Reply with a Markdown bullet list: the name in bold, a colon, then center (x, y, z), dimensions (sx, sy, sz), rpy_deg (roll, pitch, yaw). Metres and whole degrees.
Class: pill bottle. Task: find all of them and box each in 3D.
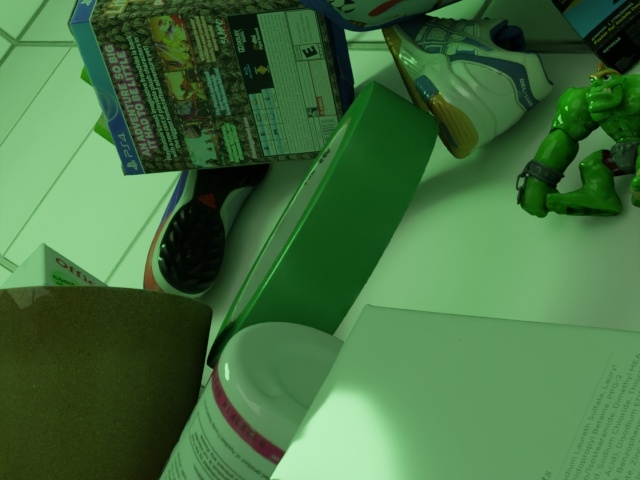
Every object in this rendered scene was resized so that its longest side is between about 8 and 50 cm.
- **pill bottle**: center (-0.057, 0.220, 0.918), dimensions (0.283, 0.160, 0.160), rpy_deg (-62, 24, 24)

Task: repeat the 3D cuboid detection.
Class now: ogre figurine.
- **ogre figurine**: center (0.255, -0.084, 0.961), dimensions (0.197, 0.097, 0.118), rpy_deg (156, 125, -64)

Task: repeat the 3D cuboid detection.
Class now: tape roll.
- **tape roll**: center (0.000, 0.000, 1.110), dimensions (0.321, 0.077, 0.321), rpy_deg (-59, 5, 8)

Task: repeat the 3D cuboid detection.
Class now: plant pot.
- **plant pot**: center (-0.223, 0.187, 1.056), dimensions (0.237, 0.237, 0.254), rpy_deg (-14, 71, 48)

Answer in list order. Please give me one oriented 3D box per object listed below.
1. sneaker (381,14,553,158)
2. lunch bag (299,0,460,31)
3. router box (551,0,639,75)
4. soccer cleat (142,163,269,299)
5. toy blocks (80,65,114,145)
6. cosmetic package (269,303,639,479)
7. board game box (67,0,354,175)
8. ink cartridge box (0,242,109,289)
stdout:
- **sneaker**: center (0.156, -0.189, 1.227), dimensions (0.131, 0.112, 0.296), rpy_deg (-29, 34, 4)
- **lunch bag**: center (0.137, -0.379, 1.193), dimensions (0.327, 0.239, 0.385), rpy_deg (-17, 26, 16)
- **router box**: center (0.322, -0.256, 1.098), dimensions (0.179, 0.046, 0.133), rpy_deg (-42, 30, 17)
- **soccer cleat**: center (-0.154, -0.047, 1.488), dimensions (0.116, 0.108, 0.318), rpy_deg (-38, 27, 51)
- **toy blocks**: center (-0.213, -0.289, 1.736), dimensions (0.261, 0.190, 0.381), rpy_deg (-57, 8, -18)
- **cosmetic package**: center (0.173, 0.162, 0.673), dimensions (0.385, 0.217, 0.156), rpy_deg (5, 61, 54)
- **board game box**: center (-0.119, -0.220, 1.369), dimensions (0.291, 0.232, 0.141), rpy_deg (-4, 44, 9)
- **ink cartridge box**: center (-0.311, 0.181, 1.347), dimensions (0.197, 0.198, 0.270), rpy_deg (-45, 30, 12)
